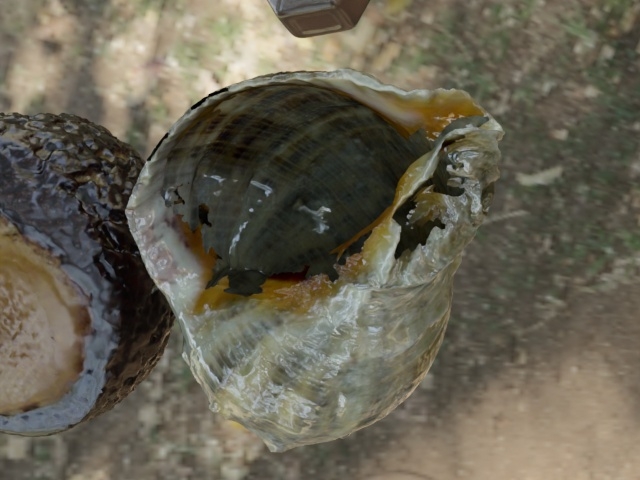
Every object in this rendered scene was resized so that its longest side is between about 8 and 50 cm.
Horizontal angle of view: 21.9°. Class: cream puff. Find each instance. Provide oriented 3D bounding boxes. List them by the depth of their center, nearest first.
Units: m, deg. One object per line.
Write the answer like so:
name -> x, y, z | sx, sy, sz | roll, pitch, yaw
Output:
cream puff -> -0.206, 0.017, 1.190 | 0.239, 0.165, 0.239 | 10, 119, 18

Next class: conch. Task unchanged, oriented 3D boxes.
conch -> 0.004, -0.001, 1.027 | 0.210, 0.159, 0.291 | 47, 116, 7

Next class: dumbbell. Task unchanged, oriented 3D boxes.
dumbbell -> -0.035, -0.228, 1.148 | 0.092, 0.231, 0.082 | -9, 64, 21
